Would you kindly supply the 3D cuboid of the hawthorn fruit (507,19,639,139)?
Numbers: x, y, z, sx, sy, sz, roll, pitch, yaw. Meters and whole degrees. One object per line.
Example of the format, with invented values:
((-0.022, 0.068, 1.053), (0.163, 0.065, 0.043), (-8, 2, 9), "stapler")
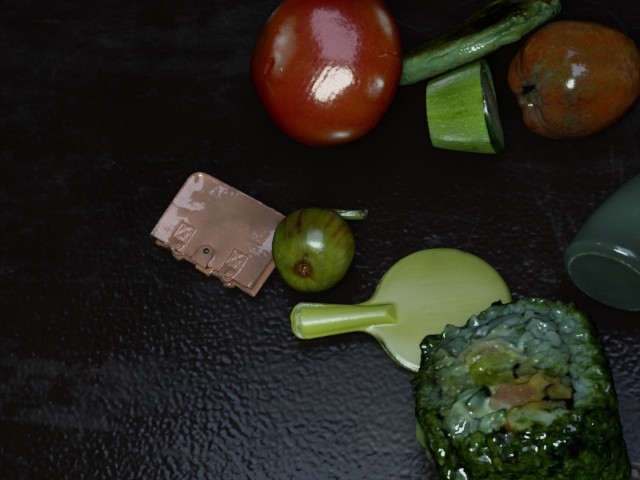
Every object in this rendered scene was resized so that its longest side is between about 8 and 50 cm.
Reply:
((0.462, -0.290, 1.903), (0.262, 0.210, 0.210), (-24, 63, -24), "hawthorn fruit")

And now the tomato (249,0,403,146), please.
((-0.001, -0.305, 1.897), (0.226, 0.298, 0.298), (12, 61, -25), "tomato")

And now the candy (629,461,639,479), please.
((0.379, 0.434, 1.572), (0.290, 0.157, 0.214), (-22, 46, 1), "candy")

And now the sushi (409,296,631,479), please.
((0.282, 0.242, 1.593), (0.294, 0.178, 0.352), (-15, 29, 9), "sushi")

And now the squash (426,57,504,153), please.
((0.253, -0.230, 1.912), (0.123, 0.170, 0.170), (-4, 63, 17), "squash")

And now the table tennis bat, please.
((0.135, 0.124, 1.809), (0.369, 0.054, 0.224), (-5, 65, -2), "table tennis bat")

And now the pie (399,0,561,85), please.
((0.269, -0.354, 1.908), (0.323, 0.323, 0.070), (-28, 100, -8), "pie")

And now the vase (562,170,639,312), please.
((0.537, -0.053, 1.798), (0.173, 0.173, 0.321), (25, 63, 17), "vase")

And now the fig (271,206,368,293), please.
((-0.007, -0.006, 1.831), (0.148, 0.142, 0.186), (-20, 40, 17), "fig")

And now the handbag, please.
((-0.168, -0.011, 1.896), (0.213, 0.059, 0.157), (28, 69, 17), "handbag")
